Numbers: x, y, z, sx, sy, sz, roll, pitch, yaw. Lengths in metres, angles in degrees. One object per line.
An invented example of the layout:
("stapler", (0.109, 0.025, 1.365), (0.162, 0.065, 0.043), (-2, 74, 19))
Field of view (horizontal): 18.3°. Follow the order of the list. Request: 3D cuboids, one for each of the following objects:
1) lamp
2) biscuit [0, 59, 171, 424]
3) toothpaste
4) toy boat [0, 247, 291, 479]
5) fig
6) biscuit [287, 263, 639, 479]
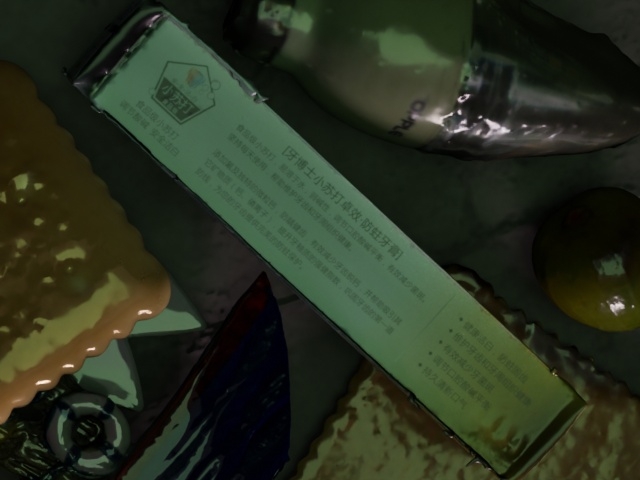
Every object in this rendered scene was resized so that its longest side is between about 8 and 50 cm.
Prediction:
("lamp", (0.068, -0.092, 1.044), (0.250, 0.101, 0.101), (14, 92, -18))
("biscuit", (-0.211, 0.033, 0.972), (0.250, 0.030, 0.160), (-34, 87, -16))
("toothpaste", (0.000, 0.000, 1.035), (0.313, 0.089, 0.071), (42, 90, -11))
("toy boat", (-0.136, 0.043, 1.037), (0.219, 0.072, 0.318), (-23, 91, -8))
("fig", (0.159, 0.016, 1.094), (0.074, 0.074, 0.088), (-39, 120, -7))
("biscuit", (0.092, 0.165, 1.113), (0.232, 0.013, 0.237), (35, 84, -13))
